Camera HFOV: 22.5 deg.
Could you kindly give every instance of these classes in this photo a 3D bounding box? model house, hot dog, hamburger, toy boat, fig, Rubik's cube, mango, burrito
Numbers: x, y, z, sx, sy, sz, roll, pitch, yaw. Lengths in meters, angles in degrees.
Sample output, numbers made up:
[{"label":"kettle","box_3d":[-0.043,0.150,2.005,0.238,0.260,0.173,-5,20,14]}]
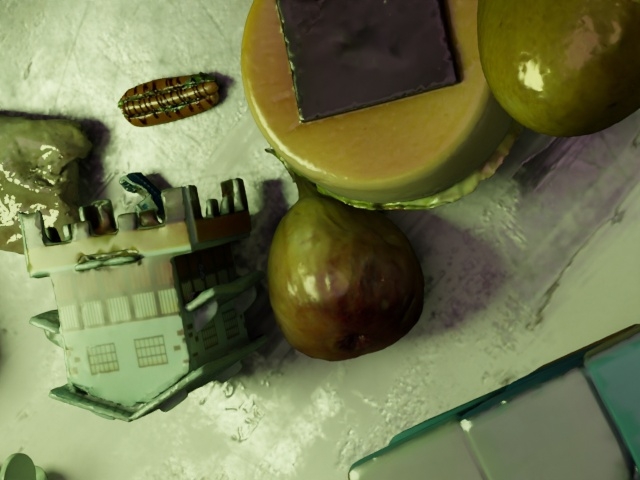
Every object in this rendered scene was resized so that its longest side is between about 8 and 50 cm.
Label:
[{"label":"model house","box_3d":[-0.169,0.057,1.612,0.198,0.224,0.215,-7,93,14]},{"label":"hot dog","box_3d":[-0.162,-0.150,1.707,0.122,0.037,0.049,-14,91,21]},{"label":"hamburger","box_3d":[0.063,-0.169,1.553,0.300,0.176,0.300,1,92,20]},{"label":"toy boat","box_3d":[-0.184,-0.039,1.717,0.083,0.038,0.038,44,105,6]},{"label":"fig","box_3d":[0.000,0.000,1.619,0.159,0.159,0.257,-38,58,17]},{"label":"Rubik's cube","box_3d":[0.282,0.259,1.406,0.347,0.344,0.347,-26,82,18]},{"label":"mango","box_3d":[0.274,-0.270,1.362,0.220,0.301,0.445,33,63,-19]},{"label":"burrito","box_3d":[-0.406,-0.074,1.766,0.348,0.107,0.175,13,83,17]}]

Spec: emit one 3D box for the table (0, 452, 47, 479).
[{"label":"table","box_3d":[-0.405,0.308,1.754,0.198,0.166,0.166,0,92,27]}]
